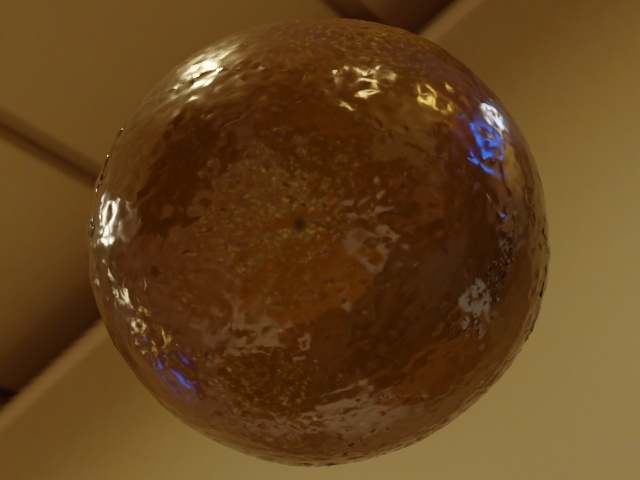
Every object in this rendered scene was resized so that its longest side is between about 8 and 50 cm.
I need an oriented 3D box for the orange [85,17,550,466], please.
[{"bbox_3d":[0.000,0.000,0.840,0.274,0.274,0.274,-20,-38,-16],"label":"orange"}]
